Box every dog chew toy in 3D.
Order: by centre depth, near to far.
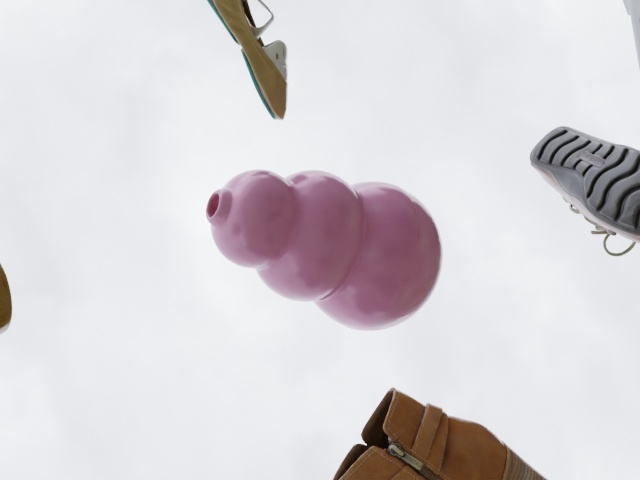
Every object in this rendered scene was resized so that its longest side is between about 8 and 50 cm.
[{"bbox_3d":[0.000,0.000,1.589,0.331,0.206,0.207,17,-114,-29],"label":"dog chew toy"}]

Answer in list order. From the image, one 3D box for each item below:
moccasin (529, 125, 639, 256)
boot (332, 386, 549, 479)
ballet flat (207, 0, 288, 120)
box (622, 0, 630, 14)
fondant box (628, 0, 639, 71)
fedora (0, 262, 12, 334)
[{"bbox_3d":[0.465,-0.069,1.892,0.139,0.380,0.147,-47,-66,-3],"label":"moccasin"},{"bbox_3d":[0.106,0.314,1.245,0.220,0.109,0.283,33,-105,-12],"label":"boot"},{"bbox_3d":[-0.088,-0.280,1.655,0.232,0.073,0.080,61,-174,8],"label":"ballet flat"},{"bbox_3d":[0.479,-0.387,1.407,0.231,0.262,0.127,48,-126,-52],"label":"box"},{"bbox_3d":[0.357,-0.107,0.838,0.096,0.238,0.330,-7,-94,-46],"label":"fondant box"},{"bbox_3d":[-0.403,0.060,1.338,0.079,0.194,0.194,-20,-92,-39],"label":"fedora"}]
